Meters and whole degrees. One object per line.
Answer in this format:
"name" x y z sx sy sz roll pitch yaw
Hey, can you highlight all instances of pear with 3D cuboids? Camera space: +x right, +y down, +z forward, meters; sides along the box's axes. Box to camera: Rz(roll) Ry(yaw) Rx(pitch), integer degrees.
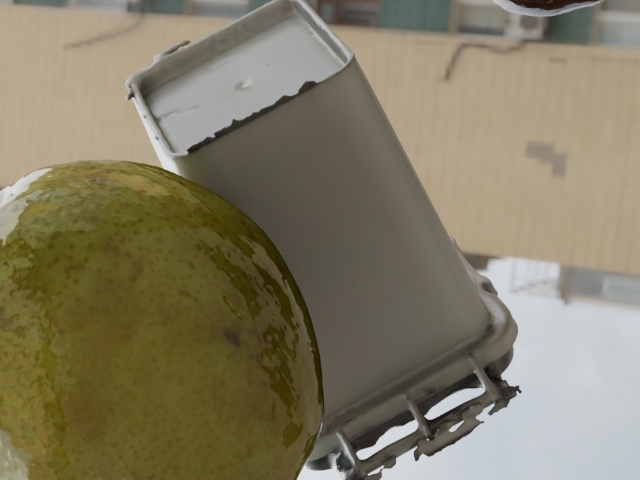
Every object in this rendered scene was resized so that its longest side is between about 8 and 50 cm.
"pear" -0.155 0.083 1.095 0.304 0.303 0.304 -29 -57 -60

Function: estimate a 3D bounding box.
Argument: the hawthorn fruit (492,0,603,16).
"hawthorn fruit" 0.203 -0.298 1.299 0.250 0.215 0.215 -54 -36 -35

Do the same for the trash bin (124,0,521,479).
"trash bin" 0.000 0.000 1.312 0.368 0.255 0.296 65 176 -35
